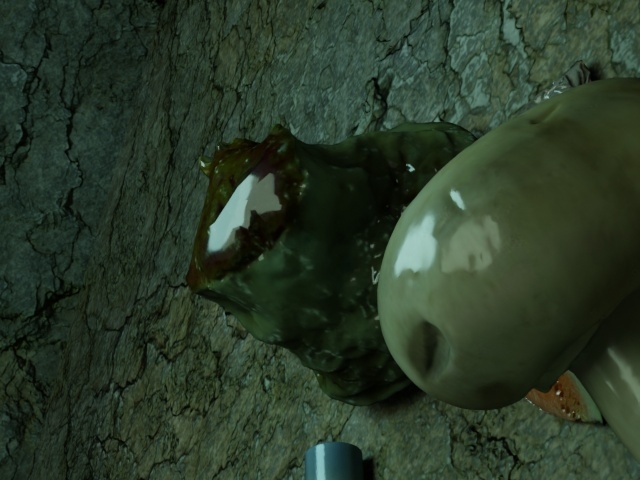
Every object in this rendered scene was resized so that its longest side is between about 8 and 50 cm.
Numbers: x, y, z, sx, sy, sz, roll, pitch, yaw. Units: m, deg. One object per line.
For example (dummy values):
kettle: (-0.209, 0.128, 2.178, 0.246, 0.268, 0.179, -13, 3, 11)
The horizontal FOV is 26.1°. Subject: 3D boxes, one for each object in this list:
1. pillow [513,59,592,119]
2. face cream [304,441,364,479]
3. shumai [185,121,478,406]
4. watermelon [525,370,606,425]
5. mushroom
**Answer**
pillow: (0.264, -0.078, 1.513, 0.135, 0.049, 0.248, -43, 41, 40)
face cream: (0.021, 0.374, 1.686, 0.077, 0.077, 0.250, -44, 39, 46)
shumai: (0.000, 0.000, 1.683, 0.397, 0.323, 0.324, -47, 37, 41)
watermelon: (0.233, 0.118, 1.453, 0.245, 0.063, 0.119, 21, 112, 60)
mushroom: (0.234, 0.014, 1.218, 0.353, 0.353, 0.325, -127, 44, -60)
